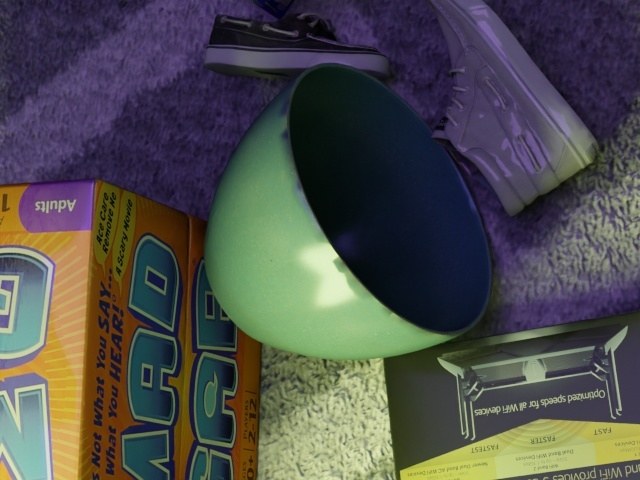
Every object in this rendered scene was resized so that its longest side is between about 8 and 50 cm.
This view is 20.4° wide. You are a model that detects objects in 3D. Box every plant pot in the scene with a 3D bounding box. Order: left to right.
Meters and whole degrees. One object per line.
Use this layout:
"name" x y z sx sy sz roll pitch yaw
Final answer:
"plant pot" 0.000 0.000 1.731 0.195 0.290 0.290 -31 68 32

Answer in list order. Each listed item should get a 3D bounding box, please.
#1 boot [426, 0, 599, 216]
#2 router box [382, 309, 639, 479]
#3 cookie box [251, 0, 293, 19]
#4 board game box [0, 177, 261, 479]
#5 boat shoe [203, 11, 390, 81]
"boot" 0.154 -0.147 1.772 0.123 0.095 0.258 -38 68 3
"router box" 0.224 0.205 1.682 0.309 0.081 0.243 -11 75 22
"cookie box" -0.088 -0.293 1.917 0.107 0.092 0.040 37 93 25
"board game box" -0.294 0.154 1.775 0.356 0.356 0.356 -3 78 23
"boat shoe" -0.025 -0.208 1.879 0.219 0.078 0.070 8 84 27
